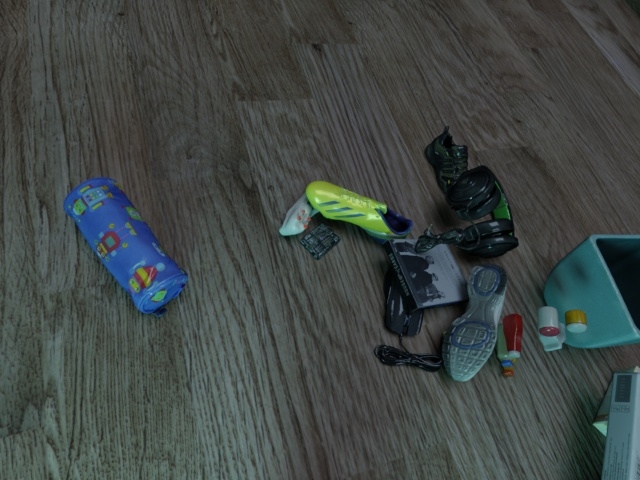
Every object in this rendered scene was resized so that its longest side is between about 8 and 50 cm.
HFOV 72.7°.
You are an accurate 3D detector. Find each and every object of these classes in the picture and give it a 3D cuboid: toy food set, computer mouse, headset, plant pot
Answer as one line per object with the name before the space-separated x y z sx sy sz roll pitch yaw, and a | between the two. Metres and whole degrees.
toy food set | 0.478 0.230 0.980 0.111 0.232 0.105 25 57 -18
computer mouse | 0.237 0.179 1.042 0.183 0.060 0.262 17 59 -6
headset | 0.400 -0.055 1.154 0.394 0.185 0.244 -27 96 -52
plant pot | 0.725 0.152 1.094 0.247 0.252 0.247 0 61 -17

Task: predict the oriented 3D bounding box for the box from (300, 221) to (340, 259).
box | 0.000 0.000 1.093 0.067 0.018 0.083 44 59 10

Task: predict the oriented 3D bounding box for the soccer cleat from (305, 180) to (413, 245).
soccer cleat | 0.101 -0.081 1.080 0.288 0.121 0.094 27 56 -19

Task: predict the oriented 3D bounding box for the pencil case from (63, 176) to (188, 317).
pencil case | -0.397 0.009 0.907 0.119 0.133 0.306 -44 77 9

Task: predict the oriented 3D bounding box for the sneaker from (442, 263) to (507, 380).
sneaker | 0.380 0.204 1.035 0.110 0.129 0.297 15 61 34

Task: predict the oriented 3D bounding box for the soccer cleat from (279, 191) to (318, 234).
soccer cleat | -0.041 -0.081 1.103 0.068 0.076 0.196 57 40 -20

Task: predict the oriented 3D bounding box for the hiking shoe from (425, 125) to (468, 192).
hiking shoe | 0.395 -0.223 1.284 0.086 0.114 0.227 -17 68 -24

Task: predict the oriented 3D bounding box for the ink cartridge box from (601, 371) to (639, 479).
ink cartridge box | 0.712 0.471 0.947 0.239 0.060 0.275 46 55 -17

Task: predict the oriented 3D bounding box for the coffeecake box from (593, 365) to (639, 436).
coffeecake box | 0.778 0.429 1.065 0.142 0.068 0.185 44 59 9

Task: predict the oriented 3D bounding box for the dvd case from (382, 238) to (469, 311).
dvd case | 0.273 0.079 1.082 0.238 0.029 0.180 1 59 -41
